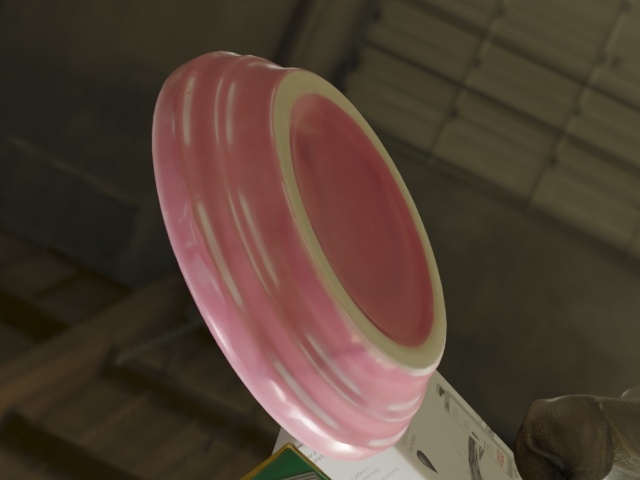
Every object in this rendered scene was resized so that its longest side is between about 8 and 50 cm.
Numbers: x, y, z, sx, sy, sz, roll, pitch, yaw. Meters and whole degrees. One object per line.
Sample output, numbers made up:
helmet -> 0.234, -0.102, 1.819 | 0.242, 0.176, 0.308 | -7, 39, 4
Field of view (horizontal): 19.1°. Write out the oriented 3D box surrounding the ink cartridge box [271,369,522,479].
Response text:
ink cartridge box -> 0.098, 0.236, 1.835 | 0.283, 0.117, 0.207 | 46, -158, -12

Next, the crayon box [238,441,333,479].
crayon box -> 0.010, 0.348, 1.018 | 0.363, 0.313, 0.106 | 41, -164, 8

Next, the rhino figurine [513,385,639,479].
rhino figurine -> 0.218, 0.140, 1.212 | 0.243, 0.073, 0.106 | -1, -127, -43

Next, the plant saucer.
plant saucer -> 0.000, 0.000, 1.438 | 0.332, 0.084, 0.332 | 48, -152, -36
